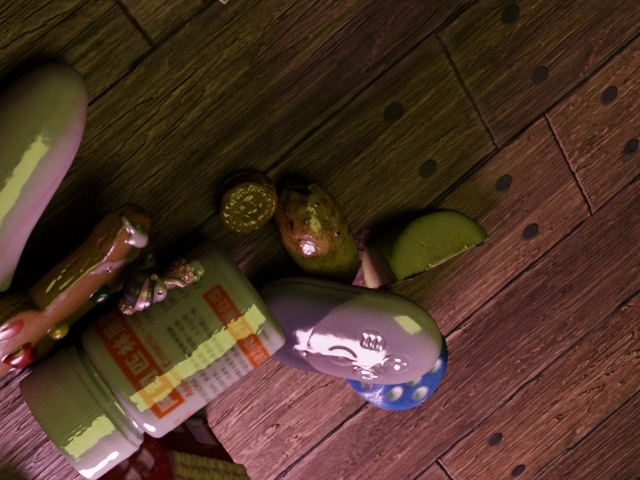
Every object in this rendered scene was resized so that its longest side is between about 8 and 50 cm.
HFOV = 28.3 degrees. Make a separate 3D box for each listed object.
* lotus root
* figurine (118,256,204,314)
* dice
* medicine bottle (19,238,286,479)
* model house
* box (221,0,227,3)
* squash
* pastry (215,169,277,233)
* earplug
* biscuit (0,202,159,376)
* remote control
[{"bbox_3d":[0.000,0.000,2.066,0.110,0.097,0.258,-13,137,15],"label":"lotus root"},{"bbox_3d":[-0.233,0.060,1.838,0.129,0.054,0.072,-27,169,-34],"label":"figurine"},{"bbox_3d":[0.131,0.208,2.279,0.143,0.146,0.146,4,120,-38],"label":"dice"},{"bbox_3d":[-0.255,0.182,1.951,0.371,0.211,0.211,-36,135,-7],"label":"medicine bottle"},{"bbox_3d":[-0.230,0.411,2.104,0.196,0.254,0.160,27,104,-46],"label":"model house"},{"bbox_3d":[-0.160,-0.413,1.697,0.109,0.029,0.198,-49,134,7],"label":"box"},{"bbox_3d":[0.199,-0.003,2.194,0.252,0.093,0.169,-24,177,-16],"label":"squash"},{"bbox_3d":[-0.115,-0.061,1.976,0.109,0.057,0.097,29,109,-41],"label":"pastry"},{"bbox_3d":[-0.410,-0.103,1.680,0.172,0.172,0.301,28,99,-44],"label":"earplug"},{"bbox_3d":[-0.402,0.125,1.818,0.432,0.064,0.283,-39,169,-11],"label":"biscuit"},{"bbox_3d":[0.037,0.151,2.107,0.332,0.103,0.221,11,138,8],"label":"remote control"}]
